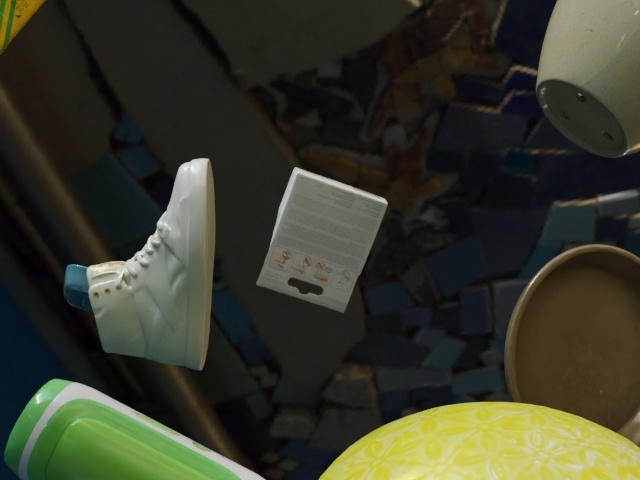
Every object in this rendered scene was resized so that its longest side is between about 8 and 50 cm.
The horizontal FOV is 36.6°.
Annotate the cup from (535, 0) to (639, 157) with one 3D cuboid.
[{"bbox_3d":[0.466,-0.266,1.464,0.331,0.237,0.331,39,168,10],"label":"cup"}]

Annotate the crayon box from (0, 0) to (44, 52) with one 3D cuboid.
[{"bbox_3d":[-0.367,-0.138,0.822,0.106,0.313,0.363,43,161,-23],"label":"crayon box"}]

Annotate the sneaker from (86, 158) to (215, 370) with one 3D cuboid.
[{"bbox_3d":[-0.226,0.029,1.267,0.108,0.169,0.293,-81,-2,-71],"label":"sneaker"}]

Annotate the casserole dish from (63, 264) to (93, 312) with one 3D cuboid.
[{"bbox_3d":[-0.347,0.084,1.506,0.188,0.114,0.037,139,148,-67],"label":"casserole dish"}]

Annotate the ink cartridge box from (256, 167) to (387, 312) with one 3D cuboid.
[{"bbox_3d":[0.000,0.000,1.781,0.056,0.180,0.225,-112,42,-73],"label":"ink cartridge box"}]

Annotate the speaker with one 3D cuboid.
[{"bbox_3d":[-0.191,0.267,1.064,0.131,0.296,0.131,-62,-7,-13],"label":"speaker"}]

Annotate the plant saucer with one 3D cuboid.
[{"bbox_3d":[0.340,0.144,1.215,0.041,0.277,0.278,-4,101,65],"label":"plant saucer"}]

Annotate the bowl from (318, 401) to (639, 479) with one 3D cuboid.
[{"bbox_3d":[0.135,0.202,0.482,0.156,0.289,0.290,-41,51,49],"label":"bowl"}]
